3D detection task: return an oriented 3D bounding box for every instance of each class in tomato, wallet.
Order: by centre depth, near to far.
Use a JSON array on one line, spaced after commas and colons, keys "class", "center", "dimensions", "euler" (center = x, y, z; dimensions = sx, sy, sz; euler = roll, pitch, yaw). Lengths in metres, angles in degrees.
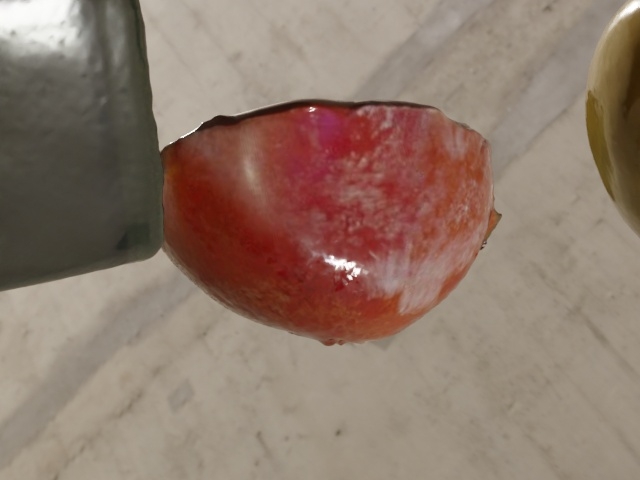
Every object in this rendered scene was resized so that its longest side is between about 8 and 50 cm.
[{"class": "wallet", "center": [-0.195, -0.043, 0.549], "dimensions": [0.245, 0.168, 0.052], "euler": [-11, -150, -19]}, {"class": "tomato", "center": [0.003, 0.005, 1.058], "dimensions": [0.309, 0.309, 0.170], "euler": [-24, -114, 28]}]

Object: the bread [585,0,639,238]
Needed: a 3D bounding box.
[{"class": "bread", "center": [0.220, -0.079, 0.541], "dimensions": [0.217, 0.147, 0.098], "euler": [-15, -135, -8]}]
